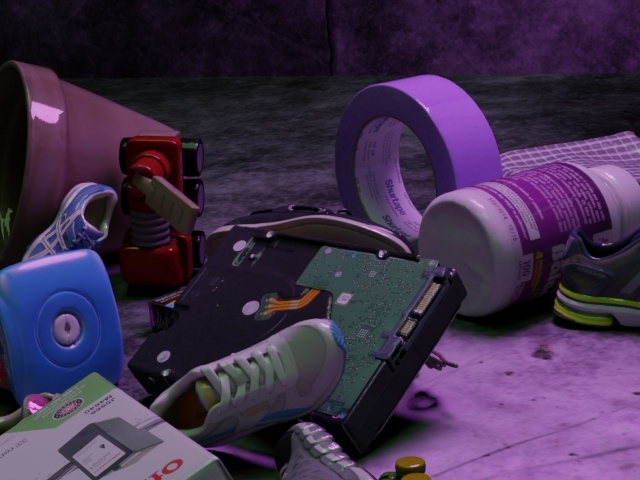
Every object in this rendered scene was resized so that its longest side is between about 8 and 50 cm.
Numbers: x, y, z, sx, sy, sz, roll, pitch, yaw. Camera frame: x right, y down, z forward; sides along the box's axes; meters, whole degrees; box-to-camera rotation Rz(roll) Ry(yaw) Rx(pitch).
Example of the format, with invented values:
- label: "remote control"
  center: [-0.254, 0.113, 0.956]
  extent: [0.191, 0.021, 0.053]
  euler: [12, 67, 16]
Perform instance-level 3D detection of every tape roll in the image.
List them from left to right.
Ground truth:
- label: "tape roll"
  center: [0.136, -0.094, 2.146]
  extent: [0.090, 0.275, 0.275]
  euler: [-15, 19, -35]

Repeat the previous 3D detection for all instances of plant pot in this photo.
- label: "plant pot"
  center: [-0.371, -0.097, 2.342]
  extent: [0.280, 0.323, 0.323]
  euler: [8, 9, -27]

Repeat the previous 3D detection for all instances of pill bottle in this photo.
- label: "pill bottle"
  center: [0.292, -0.012, 2.007]
  extent: [0.301, 0.169, 0.169]
  euler: [-16, 19, -34]

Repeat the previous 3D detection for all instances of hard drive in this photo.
- label: "hard drive"
  center: [-0.030, 0.103, 1.700]
  extent: [0.339, 0.064, 0.237]
  euler: [8, 52, 41]

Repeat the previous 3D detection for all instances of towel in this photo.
- label: "towel"
  center: [0.412, -0.075, 2.285]
  extent: [0.283, 0.121, 0.235]
  euler: [-9, 17, -15]

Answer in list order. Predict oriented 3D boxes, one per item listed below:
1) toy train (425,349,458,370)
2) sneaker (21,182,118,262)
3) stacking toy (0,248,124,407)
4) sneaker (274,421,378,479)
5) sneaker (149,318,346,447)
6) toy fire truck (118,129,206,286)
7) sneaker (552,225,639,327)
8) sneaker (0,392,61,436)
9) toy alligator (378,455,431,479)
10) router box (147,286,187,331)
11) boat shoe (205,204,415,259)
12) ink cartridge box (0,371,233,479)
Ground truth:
- label: "toy train"
  center: [0.042, 0.126, 1.741]
  extent: [0.143, 0.105, 0.248]
  euler: [-21, 21, -15]
- label: "sneaker"
  center: [-0.355, 0.004, 2.126]
  extent: [0.080, 0.211, 0.081]
  euler: [35, -24, -30]
- label: "stacking toy"
  center: [-0.396, 0.111, 1.853]
  extent: [0.165, 0.175, 0.302]
  euler: [-16, 8, -43]
- label: "sneaker"
  center: [-0.033, 0.239, 1.381]
  extent: [0.132, 0.086, 0.228]
  euler: [-22, 14, -18]
- label: "sneaker"
  center: [-0.073, 0.151, 1.538]
  extent: [0.228, 0.087, 0.092]
  euler: [-33, -23, 24]
- label: "toy fire truck"
  center: [-0.223, -0.028, 2.120]
  extent: [0.158, 0.217, 0.246]
  euler: [2, 16, 7]
- label: "sneaker"
  center: [0.436, 0.042, 1.860]
  extent: [0.300, 0.121, 0.111]
  euler: [-1, 17, 14]
- label: "sneaker"
  center: [-0.256, 0.208, 1.494]
  extent: [0.252, 0.111, 0.103]
  euler: [-5, 16, -2]
- label: "toy alligator"
  center: [0.078, 0.246, 1.363]
  extent: [0.051, 0.056, 0.190]
  euler: [-6, 16, -3]
- label: "router box"
  center: [-0.120, 0.086, 2.005]
  extent: [0.133, 0.046, 0.179]
  euler: [10, 22, 43]
- label: "boat shoe"
  center: [0.001, 0.004, 2.117]
  extent: [0.340, 0.127, 0.113]
  euler: [-4, 25, 37]
- label: "ink cartridge box"
  center: [-0.194, 0.237, 1.251]
  extent: [0.198, 0.115, 0.273]
  euler: [-35, 24, -20]
